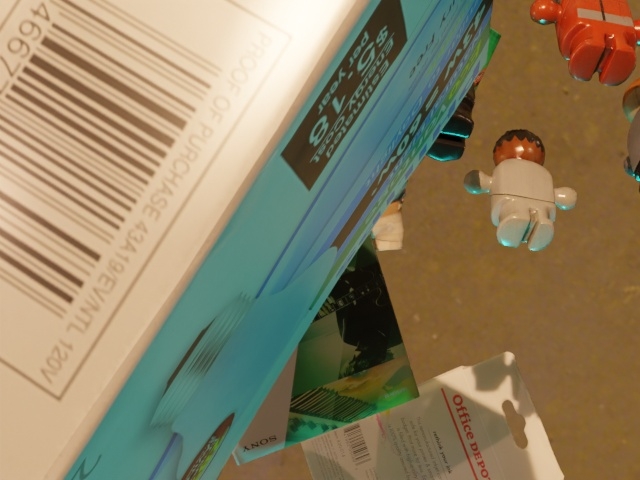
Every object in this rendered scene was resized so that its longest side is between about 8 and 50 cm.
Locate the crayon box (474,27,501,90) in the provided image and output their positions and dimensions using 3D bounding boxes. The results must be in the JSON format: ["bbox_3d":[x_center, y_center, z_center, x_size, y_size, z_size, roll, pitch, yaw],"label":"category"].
[{"bbox_3d":[0.100,-0.204,1.415,0.081,0.278,0.165,27,87,-23],"label":"crayon box"}]

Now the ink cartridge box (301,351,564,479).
[{"bbox_3d":[0.170,0.311,1.595,0.354,0.207,0.119,-26,164,22],"label":"ink cartridge box"}]

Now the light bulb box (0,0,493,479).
[{"bbox_3d":[-0.098,-0.046,0.527,0.358,0.225,0.361,-57,171,-2],"label":"light bulb box"}]

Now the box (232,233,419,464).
[{"bbox_3d":[-0.039,0.079,1.238,0.232,0.058,0.322,-20,117,-3],"label":"box"}]

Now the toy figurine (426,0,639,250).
[{"bbox_3d":[0.199,-0.117,0.945,0.213,0.148,0.209,-26,127,27],"label":"toy figurine"}]

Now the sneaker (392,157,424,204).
[{"bbox_3d":[0.088,-0.126,1.711,0.105,0.115,0.281,-40,159,-48],"label":"sneaker"}]

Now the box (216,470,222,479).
[{"bbox_3d":[-0.227,0.293,1.297,0.158,0.093,0.156,32,81,-14],"label":"box"}]

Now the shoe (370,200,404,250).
[{"bbox_3d":[0.000,0.000,1.367,0.076,0.219,0.058,-38,115,-67],"label":"shoe"}]
